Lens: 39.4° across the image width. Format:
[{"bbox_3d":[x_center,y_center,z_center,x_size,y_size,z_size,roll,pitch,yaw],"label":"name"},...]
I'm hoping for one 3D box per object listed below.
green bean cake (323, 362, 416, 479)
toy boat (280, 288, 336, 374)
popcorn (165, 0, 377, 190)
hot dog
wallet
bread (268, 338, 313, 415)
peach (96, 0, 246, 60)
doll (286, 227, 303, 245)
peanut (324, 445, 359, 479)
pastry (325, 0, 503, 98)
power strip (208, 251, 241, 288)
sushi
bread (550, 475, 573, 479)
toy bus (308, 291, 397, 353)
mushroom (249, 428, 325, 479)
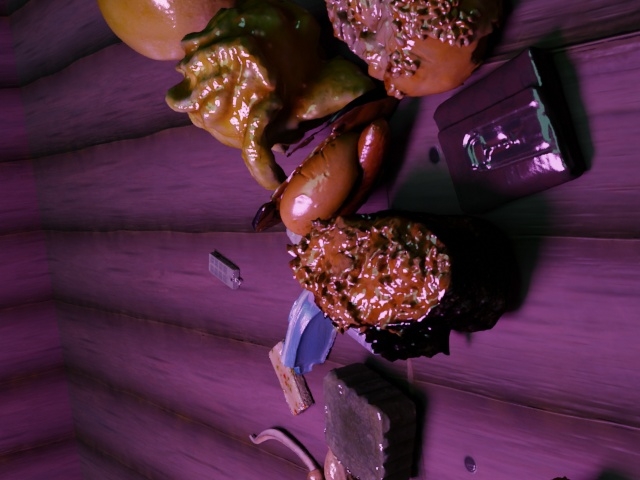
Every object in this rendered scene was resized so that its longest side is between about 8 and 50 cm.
[{"bbox_3d":[0.086,0.331,1.580,0.183,0.094,0.185,29,123,49],"label":"green bean cake"},{"bbox_3d":[-0.031,0.153,1.709,0.102,0.088,0.215,53,140,39],"label":"toy boat"},{"bbox_3d":[-0.102,-0.250,1.529,0.321,0.290,0.326,-2,79,59],"label":"popcorn"},{"bbox_3d":[0.025,-0.096,1.466,0.107,0.194,0.326,52,139,16],"label":"hot dog"},{"bbox_3d":[0.249,-0.142,1.239,0.229,0.049,0.182,-24,82,58],"label":"wallet"},{"bbox_3d":[-0.064,0.285,1.852,0.068,0.028,0.154,-52,55,52],"label":"bread"},{"bbox_3d":[-0.282,-0.503,1.720,0.315,0.281,0.314,27,116,41],"label":"peach"},{"bbox_3d":[0.000,0.000,1.630,0.214,0.071,0.104,6,104,56],"label":"doll"},{"bbox_3d":[0.050,0.454,1.691,0.080,0.080,0.175,-18,80,57],"label":"peanut"},{"bbox_3d":[0.114,-0.355,1.278,0.311,0.161,0.255,59,140,25],"label":"pastry"},{"bbox_3d":[-0.216,0.070,2.024,0.136,0.019,0.051,32,123,48],"label":"power strip"},{"bbox_3d":[0.119,0.066,1.357,0.348,0.207,0.235,-1,91,54],"label":"sushi"},{"bbox_3d":[0.333,0.450,1.165,0.257,0.185,0.124,52,135,22],"label":"bread"},{"bbox_3d":[0.063,0.123,1.558,0.190,0.075,0.064,38,129,34],"label":"toy bus"},{"bbox_3d":[-0.080,0.448,1.921,0.306,0.043,0.068,19,90,55],"label":"mushroom"}]
